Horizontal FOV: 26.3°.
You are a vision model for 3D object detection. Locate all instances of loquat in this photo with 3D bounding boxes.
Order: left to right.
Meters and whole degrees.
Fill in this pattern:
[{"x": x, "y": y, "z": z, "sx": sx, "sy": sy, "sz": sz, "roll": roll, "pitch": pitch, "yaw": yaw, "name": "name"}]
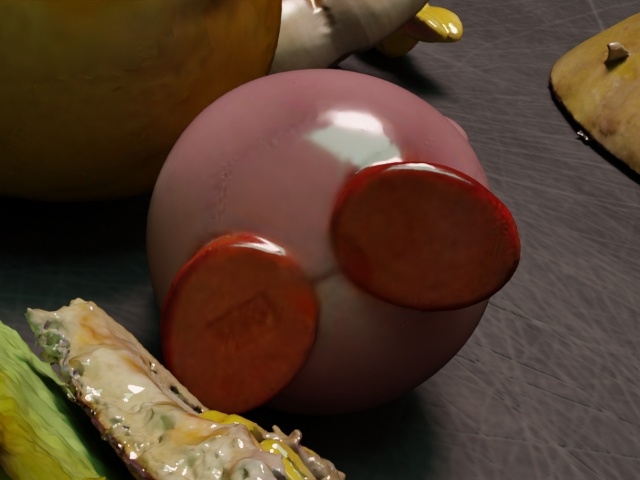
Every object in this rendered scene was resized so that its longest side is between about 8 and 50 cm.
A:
[{"x": -0.152, "y": -0.140, "z": 0.743, "sx": 0.263, "sy": 0.263, "sz": 0.263, "roll": 12, "pitch": 31, "yaw": -7, "name": "loquat"}]

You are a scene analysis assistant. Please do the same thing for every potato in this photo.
[{"x": 0.312, "y": -0.112, "z": 1.031, "sx": 0.239, "sy": 0.116, "sz": 0.299, "roll": -10, "pitch": 38, "yaw": -30, "name": "potato"}]

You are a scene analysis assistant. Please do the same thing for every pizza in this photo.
[{"x": -0.032, "y": 0.081, "z": 0.486, "sx": 0.185, "sy": 0.052, "sz": 0.195, "roll": 43, "pitch": -7, "yaw": -5, "name": "pizza"}]

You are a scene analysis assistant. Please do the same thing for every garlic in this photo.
[{"x": -0.007, "y": -0.155, "z": 0.947, "sx": 0.174, "sy": 0.099, "sz": 0.124, "roll": -32, "pitch": 20, "yaw": -19, "name": "garlic"}]

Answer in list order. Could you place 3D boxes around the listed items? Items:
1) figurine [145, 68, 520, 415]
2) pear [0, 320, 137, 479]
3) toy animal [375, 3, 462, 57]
[{"x": 0.000, "y": 0.000, "z": 0.651, "sx": 0.173, "sy": 0.173, "sz": 0.173, "roll": 12, "pitch": 31, "yaw": -7, "name": "figurine"}, {"x": -0.156, "y": 0.073, "z": 0.469, "sx": 0.288, "sy": 0.139, "sz": 0.239, "roll": 44, "pitch": 4, "yaw": -8, "name": "pear"}, {"x": 0.043, "y": -0.177, "z": 1.042, "sx": 0.083, "sy": 0.070, "sz": 0.159, "roll": -26, "pitch": 48, "yaw": -26, "name": "toy animal"}]
